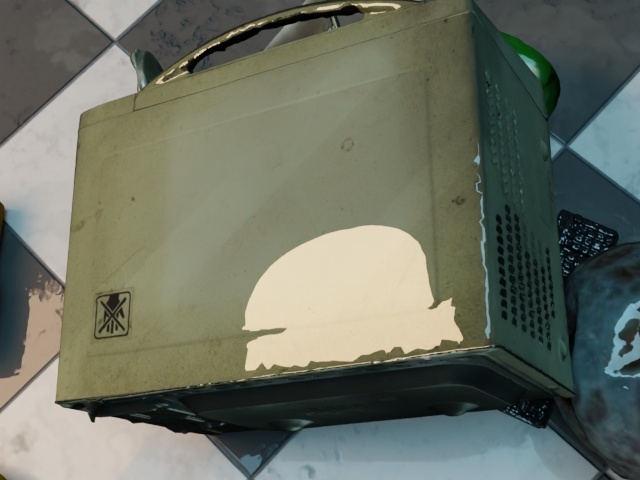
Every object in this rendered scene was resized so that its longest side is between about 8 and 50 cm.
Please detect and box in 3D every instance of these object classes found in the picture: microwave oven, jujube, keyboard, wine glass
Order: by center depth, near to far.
[{"bbox_3d":[0.368,0.120,0.784,0.308,0.215,0.246,4,68,3],"label":"jujube"},{"bbox_3d":[0.000,0.000,0.793,0.394,0.247,0.333,-11,70,27],"label":"microwave oven"},{"bbox_3d":[0.243,0.077,0.915,0.072,0.023,0.231,23,75,11],"label":"keyboard"},{"bbox_3d":[-0.081,-0.189,0.983,0.232,0.156,0.156,-15,70,6],"label":"wine glass"}]

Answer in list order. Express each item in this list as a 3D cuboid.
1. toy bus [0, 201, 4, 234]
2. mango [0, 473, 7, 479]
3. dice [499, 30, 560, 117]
[{"bbox_3d":[-0.417,0.038,0.961,0.114,0.098,0.201,-1,70,6],"label":"toy bus"},{"bbox_3d":[-0.386,0.274,0.879,0.195,0.098,0.137,31,79,23],"label":"mango"},{"bbox_3d":[0.171,-0.141,0.942,0.120,0.131,0.128,35,79,18],"label":"dice"}]
